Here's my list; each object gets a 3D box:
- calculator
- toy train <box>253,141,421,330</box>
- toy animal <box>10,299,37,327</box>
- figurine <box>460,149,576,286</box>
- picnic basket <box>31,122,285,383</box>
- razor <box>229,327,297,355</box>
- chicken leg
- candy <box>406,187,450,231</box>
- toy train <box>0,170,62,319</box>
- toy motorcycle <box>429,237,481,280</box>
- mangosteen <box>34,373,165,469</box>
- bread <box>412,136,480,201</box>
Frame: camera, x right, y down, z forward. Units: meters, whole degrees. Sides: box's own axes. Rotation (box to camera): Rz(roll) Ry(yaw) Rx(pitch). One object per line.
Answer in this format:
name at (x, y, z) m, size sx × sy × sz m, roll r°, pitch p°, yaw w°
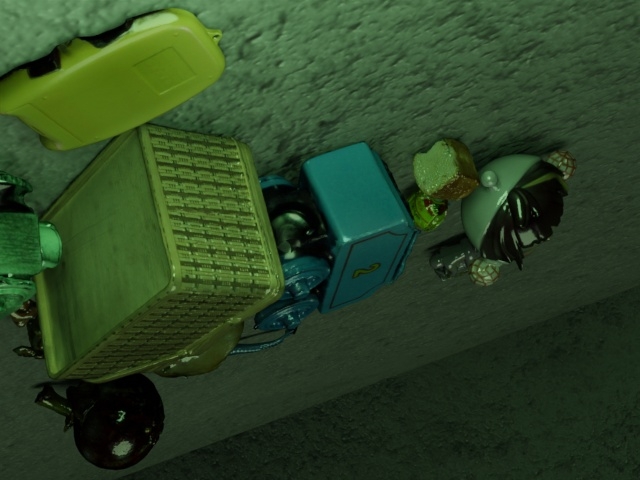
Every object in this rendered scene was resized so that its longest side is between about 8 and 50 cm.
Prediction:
calculator at (-0.204, -0.156, 0.800) m, size 0.236 × 0.033 × 0.157 m, roll -23°, pitch 160°, yaw 8°
toy train at (0.000, 0.000, 1.209) m, size 0.265 × 0.188 × 0.300 m, roll -19°, pitch 159°, yaw -14°
toy animal at (-0.542, 0.094, 1.097) m, size 0.312 × 0.097 × 0.157 m, roll -19°, pitch 155°, yaw -3°
figurine at (0.336, -0.049, 1.419) m, size 0.281 × 0.167 × 0.370 m, roll -55°, pitch 168°, yaw 1°
picnic basket at (-0.213, 0.025, 1.002) m, size 0.175 × 0.228 × 0.313 m, roll 6°, pitch 149°, yaw -45°
razor at (-0.174, 0.254, 1.952) m, size 0.253 × 0.042 × 0.082 m, roll -13°, pitch 161°, yaw -14°
chicken leg at (-0.331, 0.165, 1.442) m, size 0.429 × 0.152 × 0.201 m, roll 6°, pitch 138°, yaw -36°
candy at (0.136, -0.025, 1.439) m, size 0.077 × 0.073 × 0.262 m, roll -39°, pitch -177°, yaw -40°
toy train at (-0.450, 0.023, 0.878) m, size 0.238 × 0.167 × 0.299 m, roll -26°, pitch 160°, yaw 37°
toy motorcycle at (0.312, 0.034, 1.746) m, size 0.152 × 0.073 × 0.225 m, roll -2°, pitch 156°, yaw -33°
mangosteen at (-0.499, 0.392, 1.825) m, size 0.289 × 0.231 × 0.231 m, roll 21°, pitch 153°, yaw -5°
bread at (0.193, -0.106, 1.228) m, size 0.070 × 0.083 × 0.077 m, roll 15°, pitch 139°, yaw -43°
